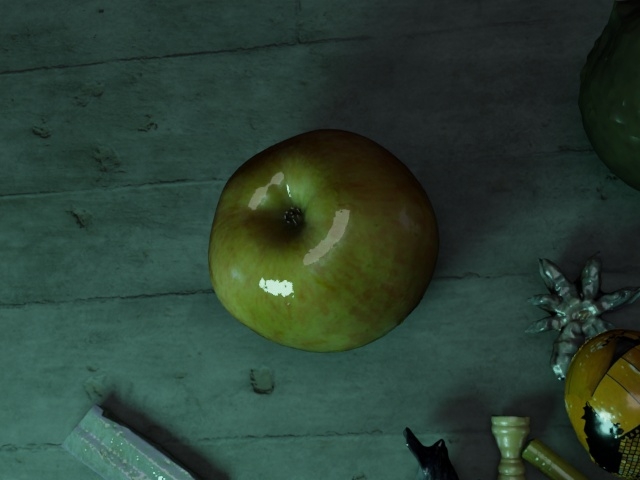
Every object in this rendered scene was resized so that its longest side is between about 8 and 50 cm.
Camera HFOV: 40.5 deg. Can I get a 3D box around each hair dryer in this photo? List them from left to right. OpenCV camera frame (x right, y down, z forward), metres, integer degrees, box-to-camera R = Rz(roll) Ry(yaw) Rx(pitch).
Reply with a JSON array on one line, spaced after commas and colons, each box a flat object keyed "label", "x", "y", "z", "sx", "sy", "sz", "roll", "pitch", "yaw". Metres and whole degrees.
[{"label": "hair dryer", "x": 0.453, "y": 0.411, "z": 1.400, "sx": 0.278, "sy": 0.090, "sz": 0.135, "roll": 38, "pitch": 54, "yaw": 15}]

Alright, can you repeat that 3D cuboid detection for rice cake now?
[{"label": "rice cake", "x": -0.322, "y": 0.409, "z": 1.550, "sx": 0.298, "sy": 0.050, "sz": 0.106, "roll": 32, "pitch": 81, "yaw": 15}]

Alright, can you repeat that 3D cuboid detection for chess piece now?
[{"label": "chess piece", "x": 0.322, "y": 0.359, "z": 1.472, "sx": 0.066, "sy": 0.066, "sz": 0.122, "roll": 1, "pitch": 81, "yaw": 8}]

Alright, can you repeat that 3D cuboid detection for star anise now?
[{"label": "star anise", "x": 0.452, "y": 0.134, "z": 1.495, "sx": 0.229, "sy": 0.093, "sz": 0.236, "roll": 30, "pitch": 79, "yaw": 15}]

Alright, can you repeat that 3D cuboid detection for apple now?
[{"label": "apple", "x": 0.000, "y": 0.000, "z": 1.466, "sx": 0.391, "sy": 0.346, "sz": 0.391, "roll": -4, "pitch": 73, "yaw": 13}]

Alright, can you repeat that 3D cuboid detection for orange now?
[{"label": "orange", "x": 0.469, "y": 0.248, "z": 1.320, "sx": 0.182, "sy": 0.234, "sz": 0.234, "roll": -11, "pitch": 73, "yaw": 16}]

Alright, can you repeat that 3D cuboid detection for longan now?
[{"label": "longan", "x": 0.612, "y": -0.254, "z": 1.427, "sx": 0.391, "sy": 0.391, "sz": 0.391, "roll": -2, "pitch": 75, "yaw": 7}]

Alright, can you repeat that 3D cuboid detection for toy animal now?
[{"label": "toy animal", "x": 0.171, "y": 0.463, "z": 1.432, "sx": 0.185, "sy": 0.122, "sz": 0.298, "roll": 3, "pitch": 82, "yaw": 13}]

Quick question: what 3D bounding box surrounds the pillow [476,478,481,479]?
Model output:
[{"label": "pillow", "x": 0.277, "y": 0.562, "z": 1.351, "sx": 0.228, "sy": 0.101, "sz": 0.326, "roll": 29, "pitch": 80, "yaw": -28}]
